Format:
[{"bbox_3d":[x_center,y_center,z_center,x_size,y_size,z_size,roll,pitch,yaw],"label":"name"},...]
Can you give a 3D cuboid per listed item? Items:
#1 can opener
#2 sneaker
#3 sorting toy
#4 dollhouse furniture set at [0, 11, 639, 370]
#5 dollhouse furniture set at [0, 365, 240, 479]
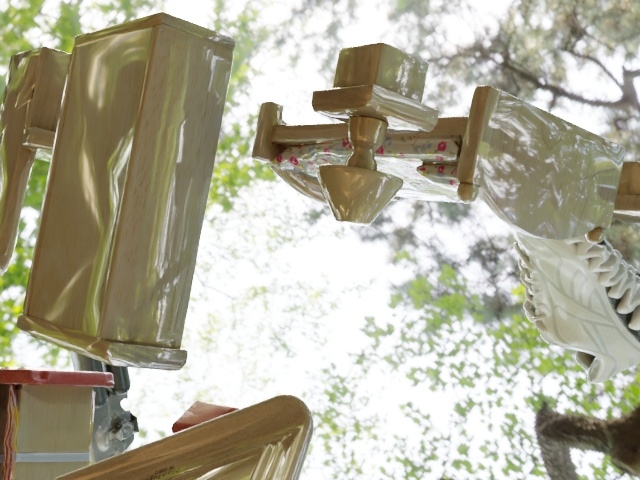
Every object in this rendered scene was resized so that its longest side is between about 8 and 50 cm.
[{"bbox_3d":[-0.315,0.187,1.256,0.095,0.284,0.076,22,-144,39],"label":"can opener"},{"bbox_3d":[0.242,0.040,0.887,0.118,0.292,0.110,-37,-153,18],"label":"sneaker"},{"bbox_3d":[-0.099,0.172,0.464,0.193,0.038,0.208,-23,-163,15],"label":"sorting toy"},{"bbox_3d":[0.000,0.000,0.593,0.303,0.355,0.174,6,-95,50],"label":"dollhouse furniture set"},{"bbox_3d":[-0.227,0.245,0.972,0.152,0.374,0.201,-4,-102,32],"label":"dollhouse furniture set"}]
